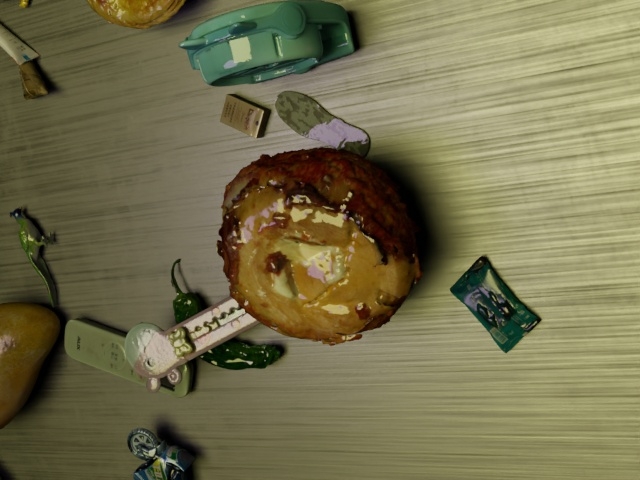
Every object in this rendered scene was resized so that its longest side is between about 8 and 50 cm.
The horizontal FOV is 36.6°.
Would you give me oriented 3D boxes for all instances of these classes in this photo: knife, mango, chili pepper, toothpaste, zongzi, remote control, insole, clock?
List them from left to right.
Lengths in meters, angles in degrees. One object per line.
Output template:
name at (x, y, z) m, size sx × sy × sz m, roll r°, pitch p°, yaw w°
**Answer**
mango at (-0.689, 0.269, 2.002) m, size 0.384 × 0.199 × 0.221 m, roll -40°, pitch 72°, yaw 16°
toothpaste at (-0.637, -0.410, 1.928) m, size 0.190 × 0.048 × 0.031 m, roll 40°, pitch 143°, yaw 19°
zongzi at (-0.557, -0.318, 1.888) m, size 0.083 × 0.040 × 0.076 m, roll -2°, pitch 101°, yaw 54°
remote control at (-0.378, 0.229, 1.905) m, size 0.309 × 0.038 × 0.090 m, roll 16°, pitch 107°, yaw 25°
chili pepper at (-0.202, 0.163, 1.781) m, size 0.279 × 0.065 × 0.122 m, roll 37°, pitch 102°, yaw 16°
knife at (-0.178, 0.143, 1.720) m, size 0.398 × 0.038 × 0.132 m, roll -28°, pitch 84°, yaw 14°
clock at (-0.095, -0.302, 1.509) m, size 0.223 × 0.274 × 0.094 m, roll -12°, pitch 94°, yaw 32°
insole at (0.001, -0.195, 1.629) m, size 0.193 × 0.006 × 0.065 m, roll 30°, pitch 112°, yaw 21°

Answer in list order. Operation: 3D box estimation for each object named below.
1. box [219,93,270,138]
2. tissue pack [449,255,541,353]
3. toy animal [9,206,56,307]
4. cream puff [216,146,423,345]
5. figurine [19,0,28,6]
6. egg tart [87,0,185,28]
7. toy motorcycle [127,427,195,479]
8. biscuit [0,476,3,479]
box at (-0.132, -0.218, 1.690) m, size 0.083 × 0.024 × 0.053 m, roll 27°, pitch 112°, yaw 21°
tissue pack at (0.272, 0.101, 1.524) m, size 0.138 × 0.028 × 0.085 m, roll 50°, pitch 119°, yaw 16°
toy animal at (-0.567, 0.027, 1.972) m, size 0.075 × 0.041 × 0.217 m, roll -25°, pitch 91°, yaw 32°
cream puff at (-0.003, -0.004, 1.540) m, size 0.350 × 0.229 × 0.350 m, roll 8°, pitch 123°, yaw 13°
figurine at (-0.640, -0.497, 1.886) m, size 0.156 × 0.095 × 0.115 m, roll -13°, pitch 115°, yaw 13°
egg tart at (-0.317, -0.514, 1.675) m, size 0.295 × 0.116 × 0.295 m, roll 10°, pitch 116°, yaw 21°
toy motorcycle at (-0.295, 0.479, 1.880) m, size 0.135 × 0.092 × 0.254 m, roll -4°, pitch 107°, yaw 20°
biscuit at (-0.788, 0.605, 2.182) m, size 0.259 × 0.079 × 0.259 m, roll 6°, pitch 102°, yaw 29°
